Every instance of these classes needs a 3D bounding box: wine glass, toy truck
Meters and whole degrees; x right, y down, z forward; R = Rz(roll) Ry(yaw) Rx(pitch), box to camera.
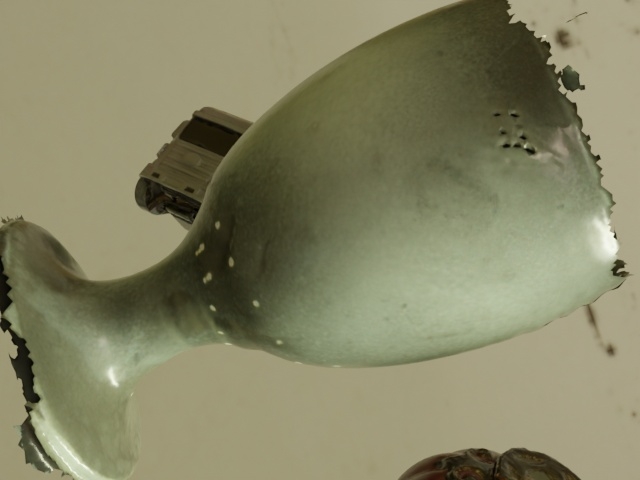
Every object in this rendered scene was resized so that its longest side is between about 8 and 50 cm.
[{"bbox_3d":[-0.002,0.003,0.743,0.357,0.190,0.190,-25,-161,7],"label":"wine glass"},{"bbox_3d":[-0.047,-0.011,1.141,0.114,0.253,0.124,23,-109,36],"label":"toy truck"}]

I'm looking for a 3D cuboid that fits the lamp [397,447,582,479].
[{"bbox_3d":[0.148,0.284,1.135,0.226,0.227,0.227,-20,-160,8],"label":"lamp"}]
